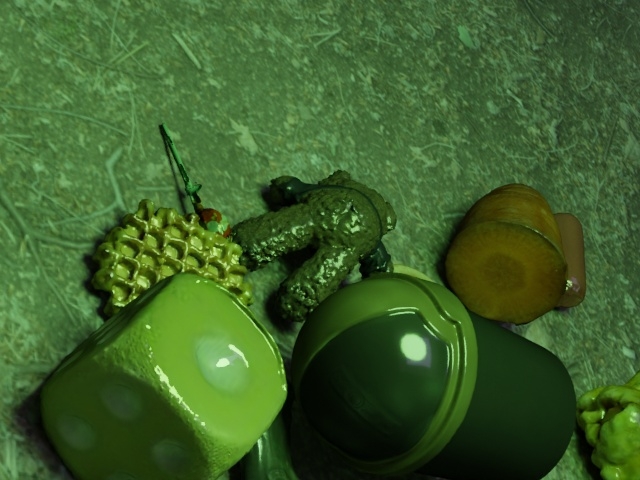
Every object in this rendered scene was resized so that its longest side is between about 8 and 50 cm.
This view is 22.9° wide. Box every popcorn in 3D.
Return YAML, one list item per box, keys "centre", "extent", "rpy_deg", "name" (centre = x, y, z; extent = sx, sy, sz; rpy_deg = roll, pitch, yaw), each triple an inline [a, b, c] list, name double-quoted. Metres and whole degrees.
- centre: [0.433, 0.259, 2.086]
  extent: [0.203, 0.226, 0.200]
  rpy_deg: [13, 3, 4]
  name: "popcorn"

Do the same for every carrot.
- centre: [0.261, -0.003, 2.099]
  extent: [0.159, 0.159, 0.225]
  rpy_deg: [48, 29, -10]
  name: "carrot"

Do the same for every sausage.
- centre: [0.342, 0.026, 2.228]
  extent: [0.062, 0.062, 0.154]
  rpy_deg: [33, 42, -28]
  name: "sausage"

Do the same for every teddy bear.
- centre: [0.013, -0.009, 1.833]
  extent: [0.182, 0.129, 0.251]
  rpy_deg: [52, 37, -4]
  name: "teddy bear"

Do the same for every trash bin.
- centre: [0.112, 0.158, 1.694]
  extent: [0.333, 0.214, 0.214]
  rpy_deg: [26, 46, -44]
  name: "trash bin"

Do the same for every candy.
- centre: [-0.146, -0.059, 1.774]
  extent: [0.049, 0.055, 0.185]
  rpy_deg: [10, 46, -48]
  name: "candy"

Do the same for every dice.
- centre: [-0.149, 0.145, 1.506]
  extent: [0.166, 0.169, 0.169]
  rpy_deg: [51, 37, -7]
  name: "dice"

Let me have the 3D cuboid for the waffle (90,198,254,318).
- centre: [-0.153, 0.048, 1.661]
  extent: [0.191, 0.038, 0.191]
  rpy_deg: [17, 58, -29]
  name: "waffle"

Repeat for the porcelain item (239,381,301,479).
- centre: [-0.051, 0.248, 1.620]
  extent: [0.081, 0.069, 0.216]
  rpy_deg: [29, 42, -50]
  name: "porcelain item"

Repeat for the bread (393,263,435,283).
- centre: [0.094, 0.103, 1.894]
  extent: [0.122, 0.073, 0.149]
  rpy_deg: [27, 43, -25]
  name: "bread"
